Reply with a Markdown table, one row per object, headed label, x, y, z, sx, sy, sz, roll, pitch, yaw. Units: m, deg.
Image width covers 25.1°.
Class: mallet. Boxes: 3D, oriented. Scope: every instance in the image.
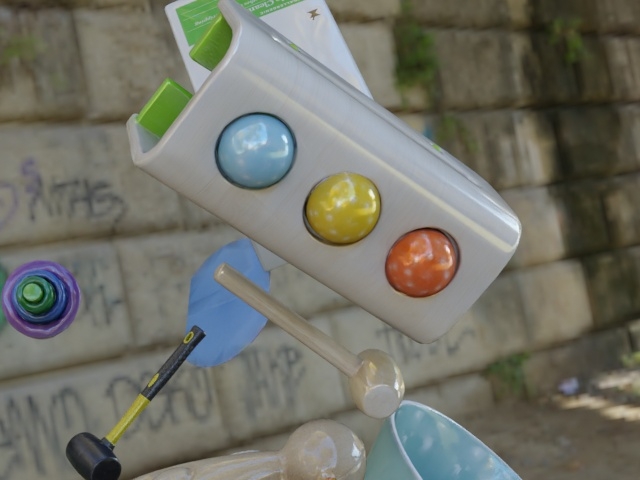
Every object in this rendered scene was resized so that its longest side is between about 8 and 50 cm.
| label | x | y | z | sx | sy | sz | roll | pitch | yaw |
| --- | --- | --- | --- | --- | --- | --- | --- | --- | --- |
| mallet | -0.187 | 0.161 | 1.456 | 0.062 | 0.190 | 0.039 | 20 | -20 | 46 |

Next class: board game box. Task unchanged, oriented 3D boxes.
| label | x | y | z | sx | sy | sz | roll | pitch | yaw |
| --- | --- | --- | --- | --- | --- | --- | --- | --- | --- |
| board game box | -0.101 | 0.079 | 1.719 | 0.133 | 0.169 | 0.033 | -22 | -40 | 33 |

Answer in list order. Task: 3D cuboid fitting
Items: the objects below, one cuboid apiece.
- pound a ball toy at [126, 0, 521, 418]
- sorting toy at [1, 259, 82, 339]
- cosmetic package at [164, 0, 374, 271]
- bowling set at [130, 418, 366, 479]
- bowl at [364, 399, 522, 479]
| label | x | y | z | sx | sy | sz | roll | pitch | yaw |
| --- | --- | --- | --- | --- | --- | --- | --- | --- | --- |
| pound a ball toy | 0.000 | 0.000 | 1.072 | 0.208 | 0.319 | 0.136 | -50 | 26 | 12 |
| sorting toy | -0.364 | -0.020 | 1.157 | 0.365 | 0.127 | 0.126 | 26 | -9 | -3 |
| cosmetic package | -0.043 | -0.160 | 1.728 | 0.197 | 0.365 | 0.155 | -23 | -45 | -2 |
| bowling set | 0.007 | 0.204 | 0.593 | 0.154 | 0.200 | 0.287 | -18 | 18 | -2 |
| bowl | 0.148 | 0.357 | 1.712 | 0.163 | 0.311 | 0.311 | -49 | -14 | 15 |
